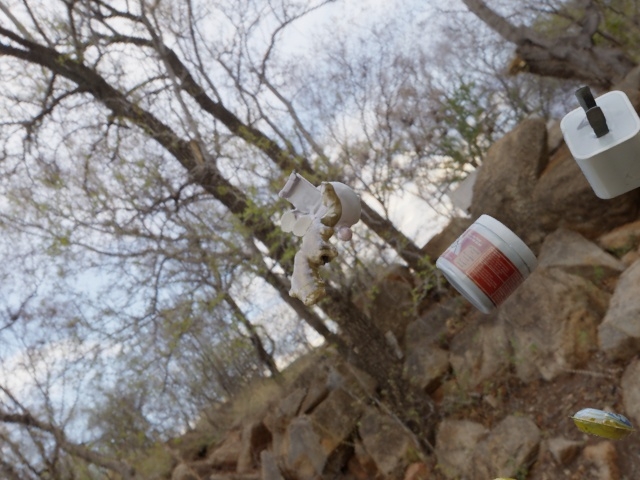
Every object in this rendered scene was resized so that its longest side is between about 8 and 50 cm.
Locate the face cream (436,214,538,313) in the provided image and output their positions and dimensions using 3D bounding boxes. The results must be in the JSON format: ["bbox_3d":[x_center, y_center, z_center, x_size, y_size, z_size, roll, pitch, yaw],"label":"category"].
[{"bbox_3d":[0.436,0.064,1.660,0.187,0.201,0.201,-45,-22,1],"label":"face cream"}]

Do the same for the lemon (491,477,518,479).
[{"bbox_3d":[0.506,0.735,1.701,0.178,0.178,0.203,-47,-49,13],"label":"lemon"}]

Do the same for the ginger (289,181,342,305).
[{"bbox_3d":[0.000,0.000,1.155,0.089,0.288,0.075,-18,-52,33],"label":"ginger"}]

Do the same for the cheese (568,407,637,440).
[{"bbox_3d":[0.781,0.513,1.763,0.270,0.176,0.069,52,-131,-72],"label":"cheese"}]

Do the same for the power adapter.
[{"bbox_3d":[0.513,-0.192,1.137,0.125,0.130,0.205,-27,-46,26],"label":"power adapter"}]

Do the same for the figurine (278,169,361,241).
[{"bbox_3d":[0.011,-0.088,1.528,0.256,0.181,0.145,-8,-65,-63],"label":"figurine"}]
